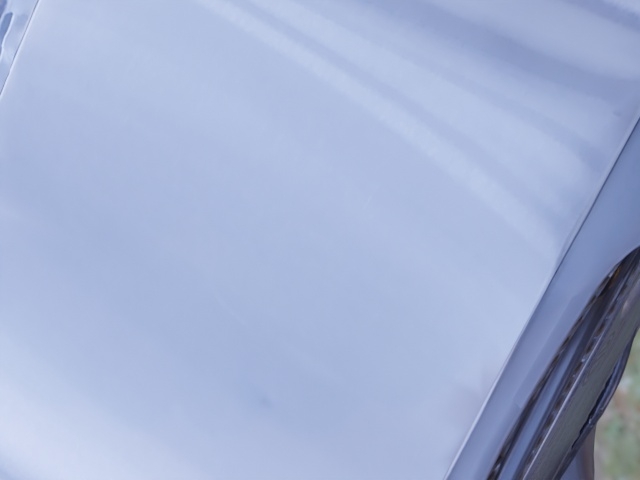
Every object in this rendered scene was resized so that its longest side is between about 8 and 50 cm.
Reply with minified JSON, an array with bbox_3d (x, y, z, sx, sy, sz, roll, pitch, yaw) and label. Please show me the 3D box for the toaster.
[{"bbox_3d":[0.000,0.000,0.415,0.146,0.227,0.129,31,-157,15],"label":"toaster"}]
